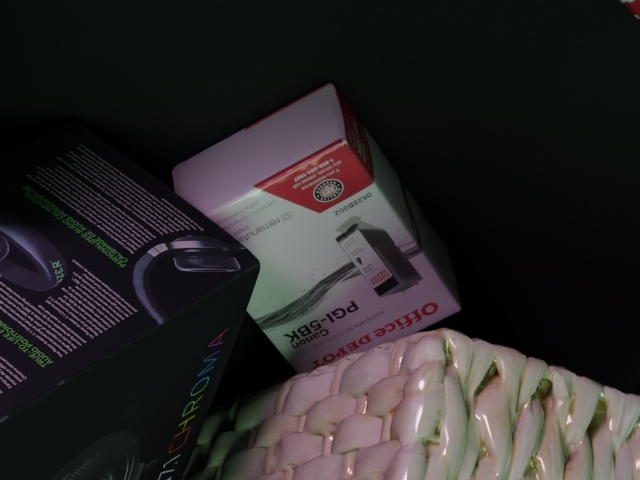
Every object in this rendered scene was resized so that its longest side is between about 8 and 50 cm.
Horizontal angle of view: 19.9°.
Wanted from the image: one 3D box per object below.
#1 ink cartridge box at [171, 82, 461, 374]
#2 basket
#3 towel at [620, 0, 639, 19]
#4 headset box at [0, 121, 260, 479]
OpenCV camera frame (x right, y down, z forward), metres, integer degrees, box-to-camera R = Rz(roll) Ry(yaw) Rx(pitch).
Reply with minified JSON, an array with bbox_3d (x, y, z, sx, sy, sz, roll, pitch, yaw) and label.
[{"bbox_3d":[0.000,0.000,0.955,0.099,0.056,0.135,-28,127,12],"label":"ink cartridge box"},{"bbox_3d":[0.067,0.247,0.922,0.266,0.328,0.331,22,159,-21],"label":"basket"},{"bbox_3d":[0.190,-0.193,0.826,0.199,0.031,0.275,-38,134,19],"label":"towel"},{"bbox_3d":[-0.190,0.113,0.860,0.131,0.283,0.246,36,126,18],"label":"headset box"}]
